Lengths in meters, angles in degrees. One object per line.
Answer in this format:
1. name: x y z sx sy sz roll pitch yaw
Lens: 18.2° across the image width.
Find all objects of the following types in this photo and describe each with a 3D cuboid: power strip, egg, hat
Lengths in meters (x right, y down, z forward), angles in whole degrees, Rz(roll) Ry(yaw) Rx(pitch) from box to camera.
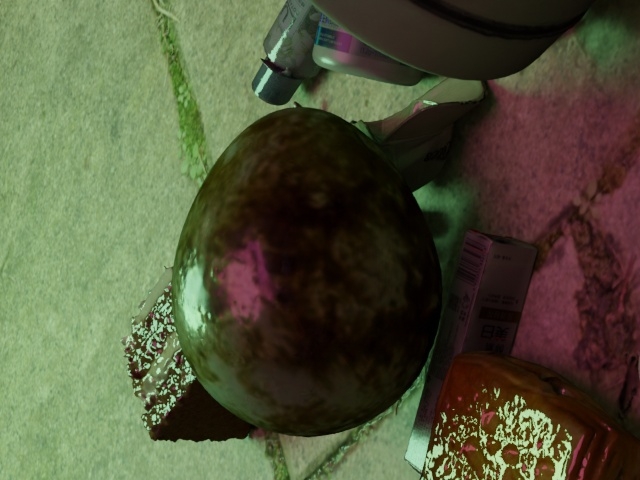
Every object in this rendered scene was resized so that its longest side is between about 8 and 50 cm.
1. power strip: 0.091 -0.312 1.616 0.161 0.357 0.357 -47 47 40
2. egg: -0.011 0.028 1.751 0.238 0.238 0.289 -6 79 56
3. hat: 0.091 -0.099 1.834 0.166 0.122 0.081 -32 101 34

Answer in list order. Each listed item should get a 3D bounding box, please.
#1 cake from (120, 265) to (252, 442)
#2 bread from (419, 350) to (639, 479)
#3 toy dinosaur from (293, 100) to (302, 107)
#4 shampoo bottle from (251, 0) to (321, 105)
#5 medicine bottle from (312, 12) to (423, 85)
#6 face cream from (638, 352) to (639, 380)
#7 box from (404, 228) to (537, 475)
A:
1. cake: -0.120 0.113 2.039 0.135 0.135 0.147 -52 51 35
2. bread: 0.170 0.209 1.621 0.235 0.099 0.210 23 101 59
3. toy dinosaur: 0.004 0.002 1.951 0.199 0.072 0.251 -65 28 12
4. shampoo bottle: -0.005 -0.226 1.988 0.214 0.072 0.072 -57 41 34
5. medicine bottle: 0.063 -0.246 1.857 0.107 0.107 0.191 24 104 55
6. face cream: 0.316 0.093 1.458 0.198 0.057 0.084 -16 70 56
7. box: 0.130 0.101 1.735 0.039 0.055 0.218 29 108 56
